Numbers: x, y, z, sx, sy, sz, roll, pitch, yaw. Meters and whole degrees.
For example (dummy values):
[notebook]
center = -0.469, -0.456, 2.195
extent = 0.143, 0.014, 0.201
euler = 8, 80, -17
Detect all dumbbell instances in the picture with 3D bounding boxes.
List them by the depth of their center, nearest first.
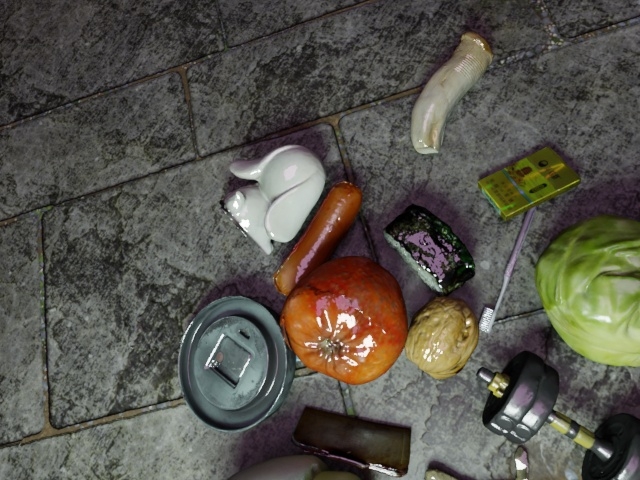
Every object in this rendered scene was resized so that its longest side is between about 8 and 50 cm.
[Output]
[dumbbell]
center = 0.488, 0.368, 0.835
extent = 0.388, 0.185, 0.185
euler = 30, 83, 17

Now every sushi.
[sushi]
center = 0.258, 0.019, 1.006
extent = 0.127, 0.124, 0.225
euler = -40, 71, -1

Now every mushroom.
[mushroom]
center = 0.334, -0.387, 1.121
extent = 0.123, 0.095, 0.351
euler = 31, 84, -1

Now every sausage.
[sausage]
center = 0.000, 0.000, 1.078
extent = 0.102, 0.102, 0.330
euler = 31, 82, 17

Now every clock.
[clock]
center = -0.203, 0.289, 1.022
extent = 0.313, 0.061, 0.312
euler = -6, 74, 24

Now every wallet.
[wallet]
center = 0.067, 0.434, 0.934
extent = 0.256, 0.137, 0.031
euler = 8, 109, 13

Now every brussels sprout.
[brussels sprout]
center = 0.601, 0.100, 0.858
extent = 0.328, 0.247, 0.327
euler = -4, 74, 14

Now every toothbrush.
[toothbrush]
center = 0.447, 0.052, 1.012
extent = 0.029, 0.024, 0.353
euler = 23, 81, 15

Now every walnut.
[walnut]
center = 0.267, 0.206, 0.941
extent = 0.155, 0.155, 0.184
euler = 34, 80, 18

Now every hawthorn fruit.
[hawthorn fruit]
center = 0.069, 0.145, 0.956
extent = 0.276, 0.276, 0.307
euler = 17, 45, 15

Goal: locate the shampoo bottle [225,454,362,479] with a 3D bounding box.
[shampoo bottle]
center = -0.062, 0.587, 0.814
extent = 0.318, 0.322, 0.322
euler = -12, 73, 20

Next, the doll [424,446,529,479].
[doll]
center = 0.366, 0.548, 0.862
extent = 0.286, 0.091, 0.202
euler = -8, 40, -2

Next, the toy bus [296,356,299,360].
[toy bus]
center = -0.052, 0.232, 1.043
extent = 0.075, 0.060, 0.122
euler = -6, 75, 8

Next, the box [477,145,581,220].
[box]
center = 0.501, -0.139, 1.037
extent = 0.193, 0.030, 0.121
euler = -27, 57, 4

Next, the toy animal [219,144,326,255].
[toy animal]
center = -0.130, -0.126, 1.097
extent = 0.249, 0.174, 0.289
euler = 30, 84, 16
